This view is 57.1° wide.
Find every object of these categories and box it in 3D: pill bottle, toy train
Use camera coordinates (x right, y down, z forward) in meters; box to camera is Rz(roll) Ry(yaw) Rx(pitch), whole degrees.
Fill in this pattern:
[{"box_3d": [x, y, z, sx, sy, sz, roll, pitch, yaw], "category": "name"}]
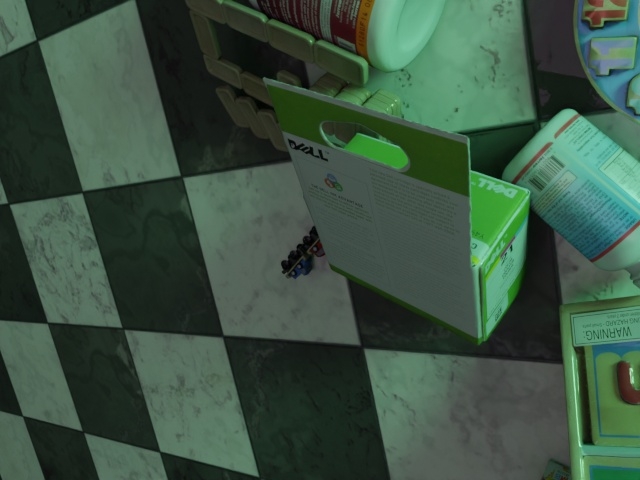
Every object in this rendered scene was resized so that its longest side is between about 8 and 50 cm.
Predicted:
[{"box_3d": [0.242, -0.031, 0.502, 0.160, 0.087, 0.087, 46, 127, 13], "category": "pill bottle"}, {"box_3d": [0.000, 0.000, 0.725, 0.036, 0.027, 0.158, 44, 127, 1], "category": "toy train"}, {"box_3d": [0.002, -0.258, 0.565, 0.221, 0.121, 0.121, 32, 123, 21], "category": "pill bottle"}]

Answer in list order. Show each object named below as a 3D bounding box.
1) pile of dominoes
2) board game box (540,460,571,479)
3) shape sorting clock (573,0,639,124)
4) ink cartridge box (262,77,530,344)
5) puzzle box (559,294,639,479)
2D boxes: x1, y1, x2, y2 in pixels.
[{"box_3d": [-0.028, -0.165, 0.645, 0.251, 0.040, 0.196, 32, 155, 23], "category": "pile of dominoes"}, {"box_3d": [0.264, 0.405, 0.614, 0.144, 0.142, 0.275, 17, 117, 28], "category": "board game box"}, {"box_3d": [0.299, -0.178, 0.437, 0.206, 0.040, 0.206, 13, 115, 31], "category": "shape sorting clock"}, {"box_3d": [0.079, -0.043, 0.520, 0.189, 0.097, 0.255, 26, 152, 32], "category": "ink cartridge box"}, {"box_3d": [0.377, 0.154, 0.394, 0.409, 0.052, 0.272, -15, 62, 40], "category": "puzzle box"}]
